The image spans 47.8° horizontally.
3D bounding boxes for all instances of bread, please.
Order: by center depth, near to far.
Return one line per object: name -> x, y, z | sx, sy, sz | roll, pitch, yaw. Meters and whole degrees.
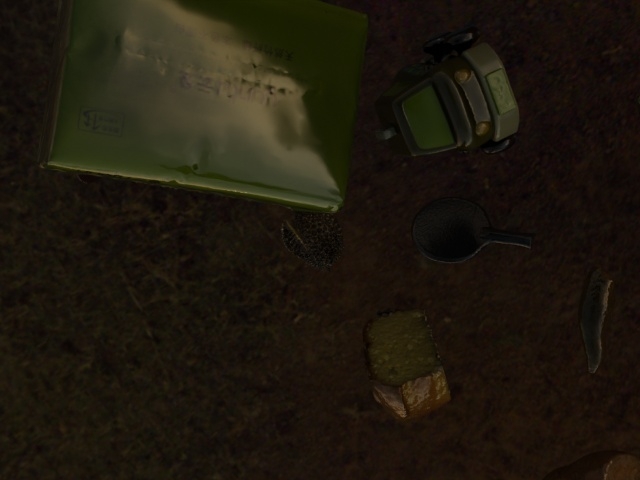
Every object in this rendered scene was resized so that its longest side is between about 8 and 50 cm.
bread -> 0.148, 0.223, 1.219 | 0.129, 0.260, 0.134 | -16, 111, 5

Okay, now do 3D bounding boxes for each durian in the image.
durian -> -0.001, 0.002, 1.241 | 0.071, 0.110, 0.140 | 17, 138, 59

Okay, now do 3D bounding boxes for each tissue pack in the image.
tissue pack -> -0.115, -0.145, 0.702 | 0.167, 0.275, 0.200 | -172, 90, -65

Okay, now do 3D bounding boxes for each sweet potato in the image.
sweet potato -> 0.222, 0.291, 0.715 | 0.097, 0.097, 0.251 | 44, 124, 7
sweet potato -> 0.610, 0.175, 1.603 | 0.077, 0.077, 0.243 | 8, 90, 30

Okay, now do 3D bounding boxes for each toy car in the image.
toy car -> 0.179, -0.211, 1.162 | 0.204, 0.198, 0.248 | 66, 173, -14

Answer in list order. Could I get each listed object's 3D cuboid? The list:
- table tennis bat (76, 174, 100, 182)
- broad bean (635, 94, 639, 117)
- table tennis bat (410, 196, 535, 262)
table tennis bat -> -0.347, -0.123, 1.081 | 0.007, 0.050, 0.083 | 33, 140, 34
broad bean -> 0.693, -0.130, 1.437 | 0.061, 0.077, 0.338 | -15, 91, 6
table tennis bat -> 0.291, -0.016, 1.391 | 0.237, 0.150, 0.027 | 9, 152, 20
